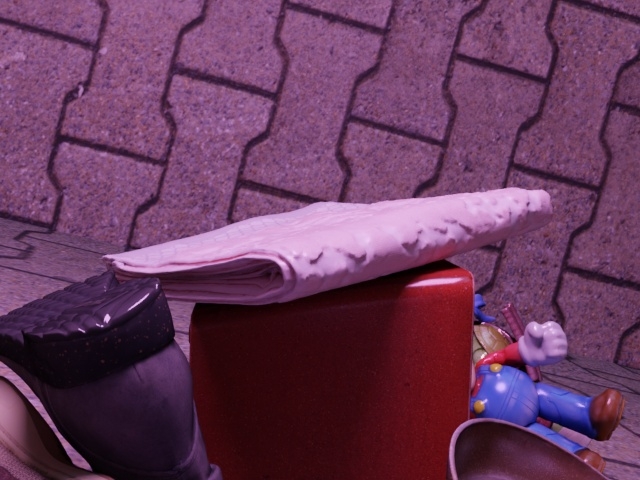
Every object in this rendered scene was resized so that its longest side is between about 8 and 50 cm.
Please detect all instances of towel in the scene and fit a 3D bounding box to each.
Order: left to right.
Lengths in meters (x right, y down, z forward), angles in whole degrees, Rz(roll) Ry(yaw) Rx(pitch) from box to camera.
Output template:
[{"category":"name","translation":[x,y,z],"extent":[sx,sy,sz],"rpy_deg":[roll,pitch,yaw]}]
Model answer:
[{"category":"towel","translation":[0.000,0.000,0.895],"extent":[0.332,0.053,0.317],"rpy_deg":[-15,8,-40]}]

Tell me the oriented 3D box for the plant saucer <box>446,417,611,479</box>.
[{"category":"plant saucer","translation":[0.208,0.259,0.695],"extent":[0.310,0.050,0.310],"rpy_deg":[32,19,-13]}]

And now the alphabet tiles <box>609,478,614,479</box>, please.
[{"category":"alphabet tiles","translation":[0.338,0.327,1.151],"extent":[0.278,0.021,0.284],"rpy_deg":[16,4,18]}]

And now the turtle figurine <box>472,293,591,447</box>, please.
[{"category":"turtle figurine","translation":[0.246,0.247,1.393],"extent":[0.266,0.274,0.198],"rpy_deg":[34,-22,-6]}]

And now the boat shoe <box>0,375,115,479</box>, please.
[{"category":"boat shoe","translation":[-0.189,0.192,0.560],"extent":[0.123,0.123,0.342],"rpy_deg":[-18,29,-33]}]

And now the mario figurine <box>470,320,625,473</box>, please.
[{"category":"mario figurine","translation":[0.205,0.192,1.167],"extent":[0.320,0.170,0.198],"rpy_deg":[19,32,15]}]

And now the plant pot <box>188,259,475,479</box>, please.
[{"category":"plant pot","translation":[-0.004,0.145,0.889],"extent":[0.236,0.267,0.267],"rpy_deg":[2,5,-4]}]

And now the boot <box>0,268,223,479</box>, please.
[{"category":"boot","translation":[-0.151,0.145,0.699],"extent":[0.118,0.222,0.338],"rpy_deg":[-26,10,-18]}]
